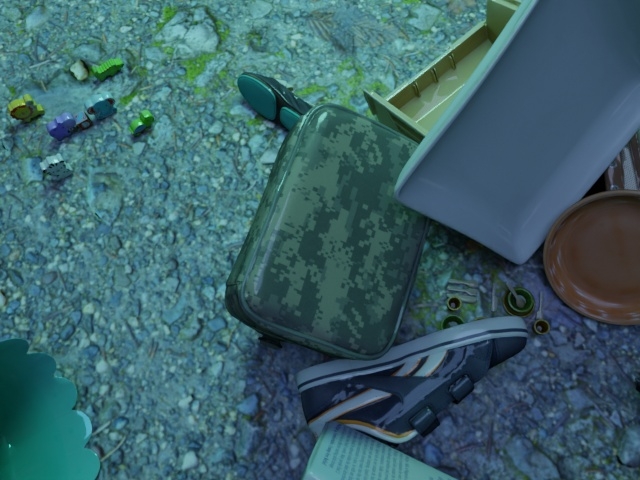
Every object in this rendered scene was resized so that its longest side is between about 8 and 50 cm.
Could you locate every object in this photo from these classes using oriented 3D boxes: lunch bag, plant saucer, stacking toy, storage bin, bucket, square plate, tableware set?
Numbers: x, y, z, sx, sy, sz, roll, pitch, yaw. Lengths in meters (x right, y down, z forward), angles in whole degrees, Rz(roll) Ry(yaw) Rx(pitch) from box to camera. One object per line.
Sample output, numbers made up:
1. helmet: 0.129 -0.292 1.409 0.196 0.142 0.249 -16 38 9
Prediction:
1. lunch bag: 0.000 0.000 0.719 0.212 0.256 0.305 23 74 -15
2. plant saucer: 0.422 0.023 0.736 0.200 0.200 0.037 33 32 15
3. stacking toy: -0.429 -0.227 0.939 0.221 0.052 0.167 -32 71 -8
4. storage bin: 0.244 -0.224 0.799 0.262 0.123 0.260 -39 51 -2
5. bucket: -0.433 0.282 0.650 0.183 0.281 0.281 -25 70 -1
6. square plate: 0.278 -0.149 0.649 0.347 0.344 0.049 -55 46 15
7. tableware set: 0.260 0.110 0.778 0.154 0.024 0.104 9 71 7

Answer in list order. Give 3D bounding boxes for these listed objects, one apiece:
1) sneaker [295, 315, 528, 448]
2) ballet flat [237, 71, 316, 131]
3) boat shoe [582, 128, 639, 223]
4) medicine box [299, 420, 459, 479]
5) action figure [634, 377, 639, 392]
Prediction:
1. sneaker: 0.132 0.200 0.705 0.321 0.126 0.128 -19 65 9
2. ballet flat: -0.057 -0.234 0.910 0.203 0.074 0.074 40 78 23
3. boat shoe: 0.429 -0.135 0.804 0.116 0.123 0.324 -13 68 2
4. medicine box: 0.078 0.396 0.573 0.289 0.149 0.264 23 97 9
5. action figure: 0.524 0.161 0.679 0.164 0.141 0.276 32 74 3
